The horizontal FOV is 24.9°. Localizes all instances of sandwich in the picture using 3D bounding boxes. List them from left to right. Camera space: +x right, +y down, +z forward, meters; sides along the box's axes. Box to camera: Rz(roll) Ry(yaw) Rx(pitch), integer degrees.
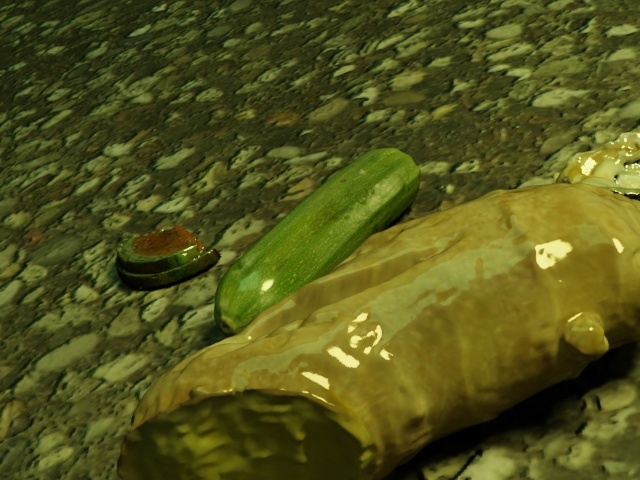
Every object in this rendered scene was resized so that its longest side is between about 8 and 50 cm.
[{"bbox_3d":[-0.132,0.011,1.193,0.069,0.026,0.101,-32,27,-20],"label":"sandwich"}]

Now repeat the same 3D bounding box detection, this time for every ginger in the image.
[{"bbox_3d":[0.045,0.062,0.848,0.354,0.126,0.190,-26,31,-15],"label":"ginger"}]

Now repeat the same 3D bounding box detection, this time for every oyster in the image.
[{"bbox_3d":[0.226,-0.042,1.006,0.146,0.045,0.122,-25,22,-25],"label":"oyster"}]

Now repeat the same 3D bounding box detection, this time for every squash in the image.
[{"bbox_3d":[0.000,0.000,1.076,0.066,0.066,0.229,2,33,40],"label":"squash"}]
